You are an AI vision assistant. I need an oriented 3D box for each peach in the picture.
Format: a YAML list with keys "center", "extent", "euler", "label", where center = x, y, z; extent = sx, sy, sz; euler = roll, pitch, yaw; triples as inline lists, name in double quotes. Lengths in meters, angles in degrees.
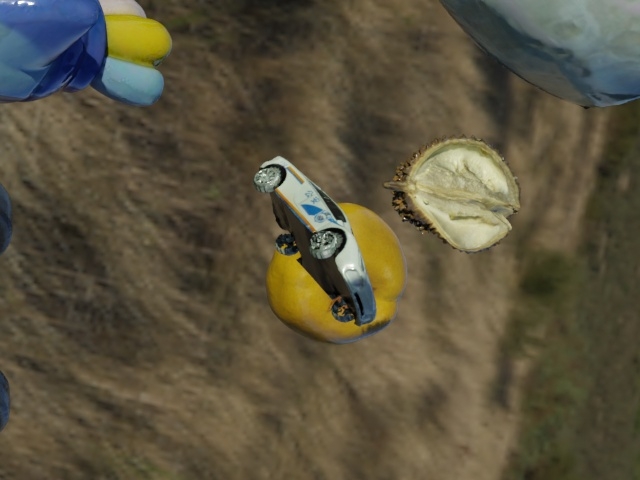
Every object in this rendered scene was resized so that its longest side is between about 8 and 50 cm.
- center: [0.023, 0.042, 1.744]
  extent: [0.103, 0.179, 0.179]
  euler: [-115, -151, -64]
  label: "peach"

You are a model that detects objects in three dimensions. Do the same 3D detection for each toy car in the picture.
- center: [0.000, 0.000, 1.304]
  extent: [0.056, 0.205, 0.095]
  euler: [-29, 132, -13]
  label: "toy car"

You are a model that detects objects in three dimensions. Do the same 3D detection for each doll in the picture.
- center: [-0.280, -0.240, 1.132]
  extent: [0.376, 0.365, 0.187]
  euler: [-32, -174, -29]
  label: "doll"

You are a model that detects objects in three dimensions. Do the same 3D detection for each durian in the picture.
- center: [0.113, -0.042, 1.355]
  extent: [0.071, 0.140, 0.110]
  euler: [157, -63, -68]
  label: "durian"

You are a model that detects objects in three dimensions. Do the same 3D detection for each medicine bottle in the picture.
- center: [0.110, -0.152, 0.654]
  extent: [0.143, 0.147, 0.147]
  euler: [34, 60, -31]
  label: "medicine bottle"

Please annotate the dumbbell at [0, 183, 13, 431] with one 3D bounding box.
- center: [-0.287, 0.046, 1.007]
  extent: [0.143, 0.143, 0.325]
  euler: [82, 2, -60]
  label: "dumbbell"
